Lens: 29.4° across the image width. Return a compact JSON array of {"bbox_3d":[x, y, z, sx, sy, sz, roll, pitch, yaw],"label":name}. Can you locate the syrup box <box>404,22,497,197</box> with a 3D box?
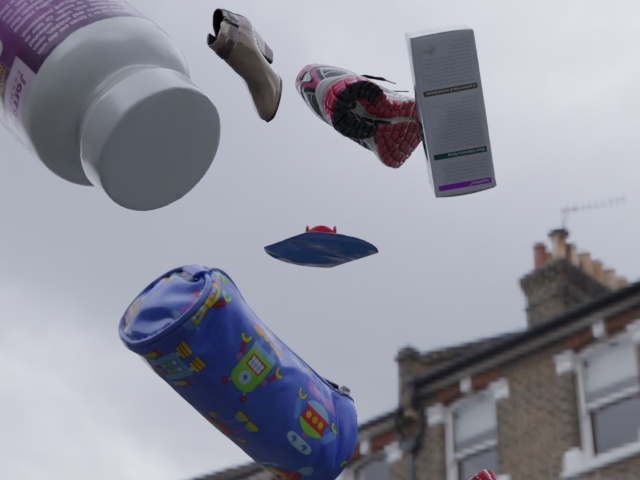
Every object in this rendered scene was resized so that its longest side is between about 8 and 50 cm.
[{"bbox_3d":[0.188,-0.189,1.773,0.096,0.093,0.237,-9,-75,3],"label":"syrup box"}]

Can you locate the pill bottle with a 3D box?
[{"bbox_3d":[-0.228,-0.155,1.149,0.169,0.301,0.169,-26,-43,-28],"label":"pill bottle"}]

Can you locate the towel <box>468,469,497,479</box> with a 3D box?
[{"bbox_3d":[0.162,0.463,1.709,0.275,0.199,0.031,-32,-39,6],"label":"towel"}]

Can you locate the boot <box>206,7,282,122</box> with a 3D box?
[{"bbox_3d":[-0.084,-0.190,1.303,0.042,0.118,0.087,-32,-43,29],"label":"boot"}]

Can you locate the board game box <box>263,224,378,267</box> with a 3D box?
[{"bbox_3d":[0.000,0.000,1.793,0.133,0.033,0.168,17,-23,-36],"label":"board game box"}]

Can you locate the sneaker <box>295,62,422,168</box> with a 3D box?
[{"bbox_3d":[0.077,-0.208,1.939,0.121,0.112,0.299,-57,-34,4],"label":"sneaker"}]

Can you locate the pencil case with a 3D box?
[{"bbox_3d":[-0.076,0.148,1.324,0.306,0.133,0.119,47,-13,-31],"label":"pencil case"}]
